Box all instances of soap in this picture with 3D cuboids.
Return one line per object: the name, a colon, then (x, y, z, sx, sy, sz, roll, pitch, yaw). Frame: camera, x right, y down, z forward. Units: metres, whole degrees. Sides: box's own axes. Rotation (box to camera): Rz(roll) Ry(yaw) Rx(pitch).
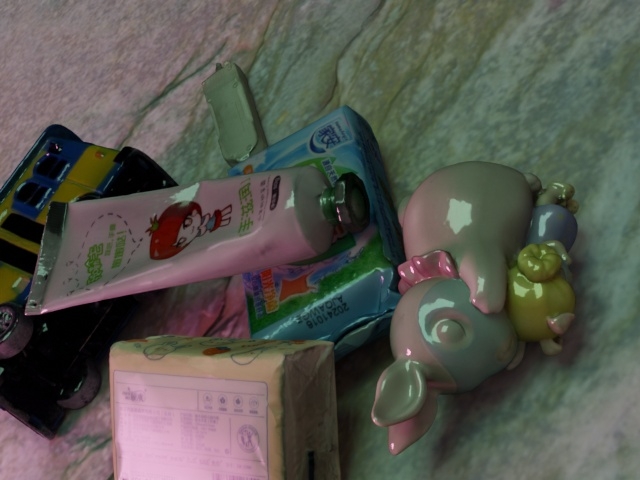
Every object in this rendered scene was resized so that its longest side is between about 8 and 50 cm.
soap: (0.000, 0.000, 1.258, 0.156, 0.077, 0.293, -28, 44, 15)

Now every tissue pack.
tissue pack: (-0.083, 0.157, 1.143, 0.196, 0.092, 0.148, 0, 93, 35)

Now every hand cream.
hand cream: (-0.118, -0.007, 1.220, 0.336, 0.076, 0.121, -9, 54, 24)

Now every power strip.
power strip: (-0.094, -0.138, 1.479, 0.047, 0.030, 0.191, -32, 43, 13)

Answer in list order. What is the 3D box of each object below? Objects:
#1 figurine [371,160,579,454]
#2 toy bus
figurine: (0.124, 0.058, 1.087, 0.155, 0.127, 0.236, 6, 56, 9)
toy bus: (-0.273, 0.037, 1.387, 0.175, 0.138, 0.288, 18, 68, 43)
